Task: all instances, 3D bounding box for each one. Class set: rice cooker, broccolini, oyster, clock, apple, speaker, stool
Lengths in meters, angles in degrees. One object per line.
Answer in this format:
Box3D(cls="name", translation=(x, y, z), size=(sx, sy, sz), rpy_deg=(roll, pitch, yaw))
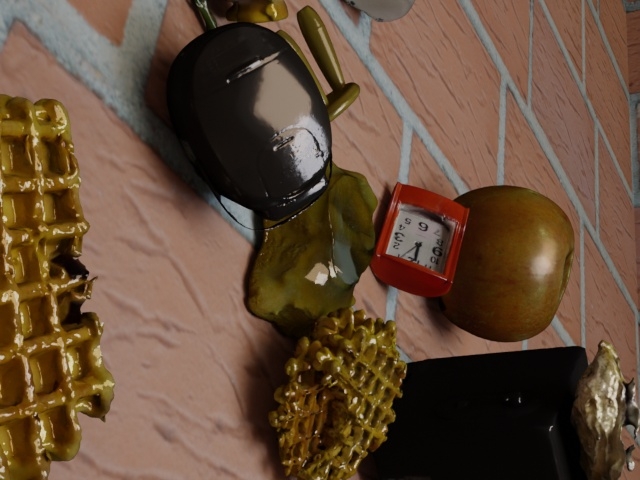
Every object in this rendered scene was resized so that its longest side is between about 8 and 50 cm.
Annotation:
Box3D(cls="rice cooker", translation=(-0.068, -0.112, 0.976), size=(0.142, 0.118, 0.203), rpy_deg=(-31, 114, -22))
Box3D(cls="broccolini", translation=(-0.118, -0.248, 1.040), size=(0.030, 0.035, 0.140), rpy_deg=(-57, 132, -47))
Box3D(cls="oyster", translation=(0.323, 0.230, 1.159), size=(0.209, 0.072, 0.133), rpy_deg=(84, 12, -45))
Box3D(cls="clock", translation=(0.135, 0.003, 1.384), size=(0.061, 0.113, 0.155), rpy_deg=(111, 0, -46))
Box3D(cls="apple", translation=(0.267, 0.031, 1.503), size=(0.237, 0.207, 0.237), rpy_deg=(10, 90, -71))
Box3D(cls="speaker", translation=(0.208, 0.257, 1.266), size=(0.232, 0.254, 0.184), rpy_deg=(-36, 115, -59))
Box3D(cls="stool", translation=(-0.031, -0.173, 1.083), size=(0.135, 0.134, 0.110), rpy_deg=(-41, 105, -9))

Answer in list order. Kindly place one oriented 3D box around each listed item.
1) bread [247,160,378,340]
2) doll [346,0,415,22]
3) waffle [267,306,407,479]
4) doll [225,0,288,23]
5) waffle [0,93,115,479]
Box3D(cls="bread", translation=(0.000, 0.000, 1.134), size=(0.161, 0.088, 0.233), rpy_deg=(45, 46, -52))
Box3D(cls="doll", translation=(0.084, -0.395, 1.396), size=(0.110, 0.107, 0.181), rpy_deg=(21, 55, -35))
Box3D(cls="waffle", translation=(0.021, 0.173, 1.076), size=(0.197, 0.070, 0.193), rpy_deg=(-45, 139, -36))
Box3D(cls="doll", translation=(-0.087, -0.382, 1.023), size=(0.177, 0.141, 0.314), rpy_deg=(-145, -134, -66))
Box3D(cls="waffle", translation=(-0.237, 0.032, 0.701), size=(0.283, 0.065, 0.309), rpy_deg=(55, 40, -37))
